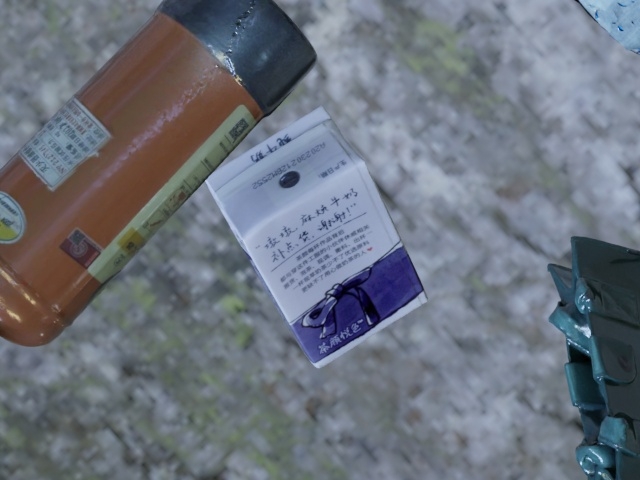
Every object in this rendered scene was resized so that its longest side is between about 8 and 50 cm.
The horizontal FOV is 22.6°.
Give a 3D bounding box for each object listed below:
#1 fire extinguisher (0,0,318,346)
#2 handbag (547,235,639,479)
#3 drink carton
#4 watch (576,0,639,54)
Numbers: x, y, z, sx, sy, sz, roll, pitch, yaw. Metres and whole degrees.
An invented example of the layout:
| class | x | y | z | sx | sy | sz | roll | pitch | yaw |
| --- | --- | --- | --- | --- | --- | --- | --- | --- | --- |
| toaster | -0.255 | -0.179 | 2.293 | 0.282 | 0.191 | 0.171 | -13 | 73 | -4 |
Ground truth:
| class | x | y | z | sx | sy | sz | roll | pitch | yaw |
| --- | --- | --- | --- | --- | --- | --- | --- | --- | --- |
| fire extinguisher | -0.171 | -0.032 | 1.165 | 0.113 | 0.376 | 0.200 | 44 | 173 | -5 |
| handbag | 0.357 | 0.162 | 1.654 | 0.238 | 0.089 | 0.326 | 18 | -131 | -27 |
| drink carton | -0.001 | 0.000 | 1.503 | 0.102 | 0.134 | 0.222 | 57 | 177 | 41 |
| watch | 0.314 | -0.204 | 1.139 | 0.274 | 0.068 | 0.276 | -30 | -101 | -27 |
